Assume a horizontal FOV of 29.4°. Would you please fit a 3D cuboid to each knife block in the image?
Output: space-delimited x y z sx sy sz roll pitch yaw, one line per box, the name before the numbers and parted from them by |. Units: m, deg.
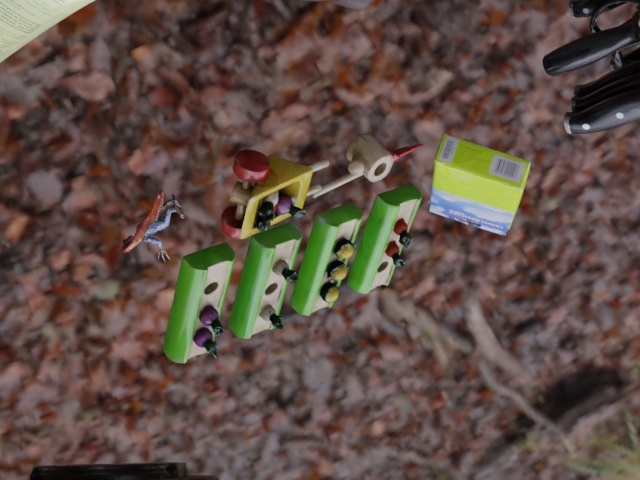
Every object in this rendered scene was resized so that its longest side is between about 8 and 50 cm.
knife block | 0.284 -0.151 0.846 0.242 0.276 0.088 -42 113 4

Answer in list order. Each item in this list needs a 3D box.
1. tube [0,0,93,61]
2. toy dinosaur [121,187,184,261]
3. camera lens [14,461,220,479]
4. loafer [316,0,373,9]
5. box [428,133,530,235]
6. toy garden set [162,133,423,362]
tube | -0.233 -0.159 0.850 0.070 0.062 0.240 -11 175 -36
toy dinosaur | -0.187 -0.019 1.308 0.082 0.047 0.090 -31 138 4
camera lens | -0.183 0.335 1.066 0.219 0.274 0.219 -2 170 0
loafer | -0.049 -0.277 1.022 0.130 0.366 0.134 3 104 -16
box | 0.188 -0.064 1.468 0.109 0.042 0.178 19 165 8
toy garden set | 0.000 0.000 0.999 0.244 0.049 0.204 -19 142 -35
